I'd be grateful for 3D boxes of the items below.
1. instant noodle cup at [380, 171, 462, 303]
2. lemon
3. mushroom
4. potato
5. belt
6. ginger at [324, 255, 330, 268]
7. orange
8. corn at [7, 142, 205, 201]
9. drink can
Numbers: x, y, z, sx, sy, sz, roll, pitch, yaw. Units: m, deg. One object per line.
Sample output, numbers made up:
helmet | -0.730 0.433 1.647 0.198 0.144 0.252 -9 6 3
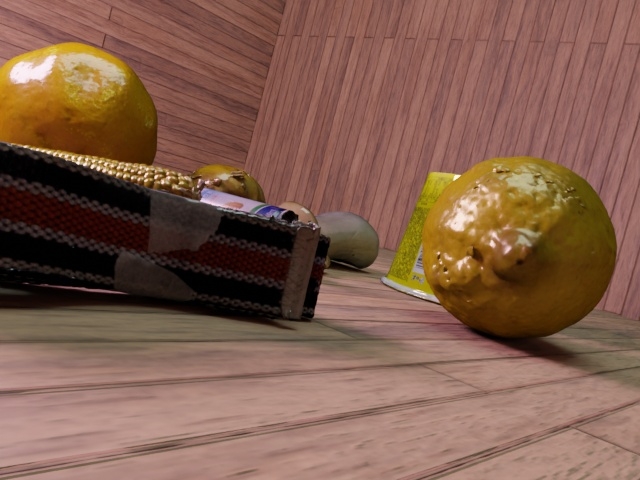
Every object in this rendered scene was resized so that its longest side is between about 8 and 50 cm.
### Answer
instant noodle cup | 0.287 0.010 1.152 0.312 0.221 0.311 15 4 -1
lemon | 0.256 0.010 0.823 0.246 0.245 0.320 15 8 18
mushroom | 0.000 0.000 1.224 0.159 0.122 0.329 -25 -15 23
potato | -0.190 -0.074 1.215 0.173 0.140 0.300 7 -2 -6
belt | -0.137 0.001 0.486 0.360 0.094 0.126 14 -2 -45
ginger | -0.029 0.027 1.030 0.058 0.044 0.137 -22 -25 41
orange | -0.412 -0.184 1.042 0.279 0.278 0.235 14 31 -8
corn | -0.312 -0.063 0.833 0.306 0.106 0.106 9 4 -8
drink can | -0.156 -0.029 0.960 0.235 0.097 0.097 16 3 20
